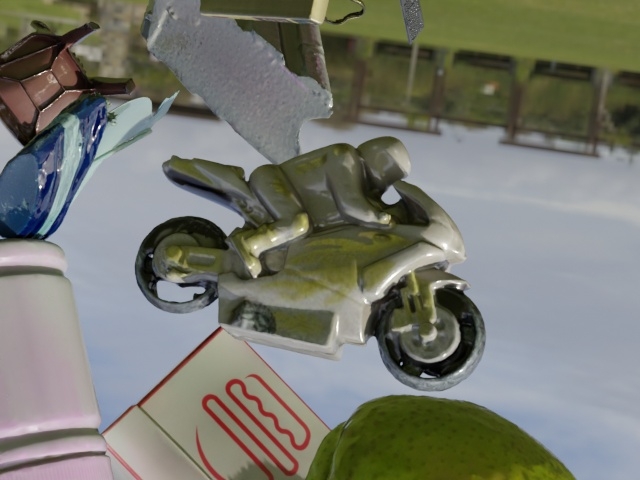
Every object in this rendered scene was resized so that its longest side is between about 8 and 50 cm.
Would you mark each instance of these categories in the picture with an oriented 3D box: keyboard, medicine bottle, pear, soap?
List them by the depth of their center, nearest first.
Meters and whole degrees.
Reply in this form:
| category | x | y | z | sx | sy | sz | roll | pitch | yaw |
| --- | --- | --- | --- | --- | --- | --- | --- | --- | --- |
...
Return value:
| category | x | y | z | sx | sy | sz | roll | pitch | yaw |
| --- | --- | --- | --- | --- | --- | --- | --- | --- | --- |
| medicine bottle | -0.342 | 0.174 | 1.392 | 0.202 | 0.316 | 0.202 | -13 | 166 | -3 |
| pear | 0.124 | 0.350 | 1.455 | 0.391 | 0.391 | 0.391 | 8 | -173 | -1 |
| soap | -0.132 | -0.263 | 1.881 | 0.258 | 0.159 | 0.302 | 17 | -146 | -22 |
| keyboard | 0.178 | -0.445 | 2.537 | 0.010 | 0.053 | 0.155 | 30 | 163 | 25 |

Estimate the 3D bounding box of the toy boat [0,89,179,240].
| category | x | y | z | sx | sy | sz | roll | pitch | yaw |
| --- | --- | --- | --- | --- | --- | --- | --- | --- | --- |
| toy boat | -0.241 | -0.100 | 1.459 | 0.067 | 0.220 | 0.291 | 41 | -144 | 10 |

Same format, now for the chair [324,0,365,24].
| category | x | y | z | sx | sy | sz | roll | pitch | yaw |
| --- | --- | --- | --- | --- | --- | --- | --- | --- | --- |
| chair | 0.094 | -0.464 | 1.797 | 0.325 | 0.170 | 0.160 | -27 | 133 | 33 |

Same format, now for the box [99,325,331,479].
| category | x | y | z | sx | sy | sz | roll | pitch | yaw |
| --- | --- | --- | --- | --- | --- | --- | --- | --- | --- |
| box | -0.186 | 0.366 | 1.993 | 0.300 | 0.312 | 0.314 | -43 | 178 | -38 |

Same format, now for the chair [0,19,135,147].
| category | x | y | z | sx | sy | sz | roll | pitch | yaw |
| --- | --- | --- | --- | --- | --- | --- | --- | --- | --- |
| chair | -0.428 | -0.242 | 2.016 | 0.183 | 0.175 | 0.326 | -35 | -163 | -16 |

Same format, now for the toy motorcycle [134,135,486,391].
| category | x | y | z | sx | sy | sz | roll | pitch | yaw |
| --- | --- | --- | --- | --- | --- | --- | --- | --- | --- |
| toy motorcycle | 0.000 | 0.000 | 1.190 | 0.340 | 0.223 | 0.108 | 13 | 166 | 16 |

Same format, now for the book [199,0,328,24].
| category | x | y | z | sx | sy | sz | roll | pitch | yaw |
| --- | --- | --- | --- | --- | --- | --- | --- | --- | --- |
| book | -0.053 | -0.324 | 1.442 | 0.026 | 0.161 | 0.231 | 9 | -175 | -37 |
